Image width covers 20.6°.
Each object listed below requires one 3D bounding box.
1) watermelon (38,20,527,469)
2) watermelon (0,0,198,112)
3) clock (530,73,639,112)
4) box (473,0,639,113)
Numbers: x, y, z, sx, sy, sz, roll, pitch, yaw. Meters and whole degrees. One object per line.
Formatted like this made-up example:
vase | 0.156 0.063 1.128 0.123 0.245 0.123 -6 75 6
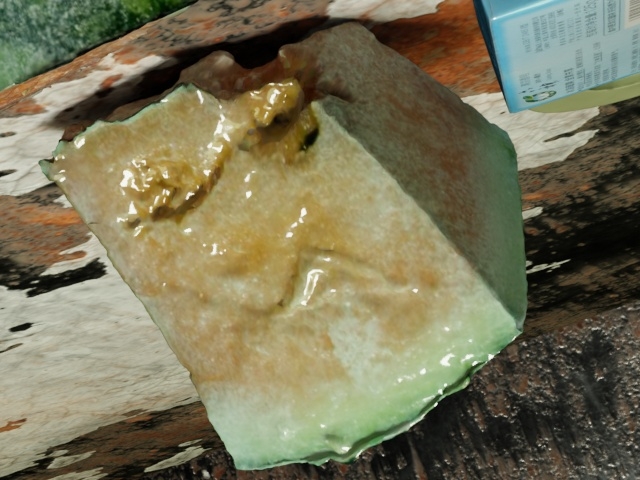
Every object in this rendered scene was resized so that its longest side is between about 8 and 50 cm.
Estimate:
watermelon | -0.004 -0.015 1.241 0.264 0.302 0.151 -31 -172 25
watermelon | -0.179 -0.111 0.893 0.193 0.140 0.256 -19 177 -13
clock | 0.271 -0.161 1.437 0.235 0.029 0.235 -17 169 -3
box | 0.174 -0.167 1.164 0.142 0.083 0.232 -19 168 6
